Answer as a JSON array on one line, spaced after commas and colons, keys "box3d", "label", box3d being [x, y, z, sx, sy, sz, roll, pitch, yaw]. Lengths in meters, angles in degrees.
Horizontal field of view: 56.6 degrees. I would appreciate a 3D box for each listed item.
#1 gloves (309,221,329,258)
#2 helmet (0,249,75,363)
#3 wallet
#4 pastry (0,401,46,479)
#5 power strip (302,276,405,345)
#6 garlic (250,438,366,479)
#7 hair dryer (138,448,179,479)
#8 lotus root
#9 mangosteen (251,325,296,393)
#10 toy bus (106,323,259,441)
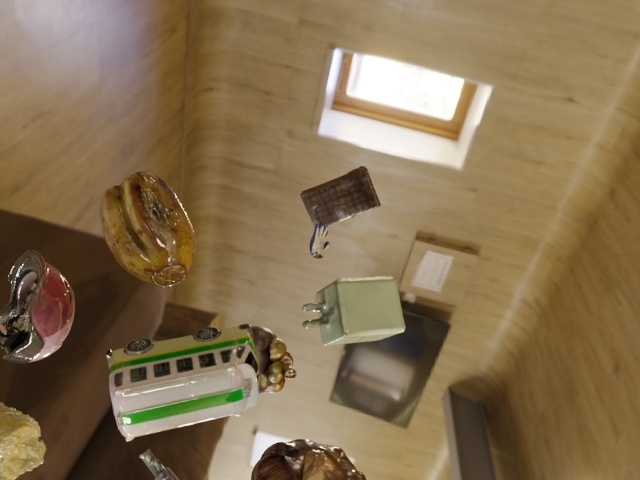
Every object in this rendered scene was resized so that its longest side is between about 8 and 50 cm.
[{"box3d": [0.000, 0.000, 1.357, 0.064, 0.026, 0.086, 29, 66, -57], "label": "gloves"}, {"box3d": [-0.649, 0.166, 1.381, 0.154, 0.198, 0.253, 29, 95, -46], "label": "helmet"}, {"box3d": [0.053, -0.117, 1.672, 0.042, 0.230, 0.124, -32, 101, -55], "label": "wallet"}, {"box3d": [-0.614, 0.344, 1.072, 0.121, 0.258, 0.089, -37, 137, -52], "label": "pastry"}, {"box3d": [0.067, 0.170, 1.420, 0.140, 0.224, 0.139, 144, -58, -60], "label": "power strip"}, {"box3d": [-0.015, 0.456, 1.100, 0.245, 0.245, 0.160, -69, 176, -74], "label": "garlic"}, {"box3d": [-0.336, 0.632, 1.431, 0.121, 0.361, 0.301, -42, 148, -23], "label": "hair dryer"}, {"box3d": [-0.402, -0.021, 1.373, 0.193, 0.291, 0.193, -29, 160, -12], "label": "lotus root"}, {"box3d": [-0.164, 0.343, 1.681, 0.194, 0.230, 0.194, 2, 90, -69], "label": "mangosteen"}, {"box3d": [-0.272, 0.287, 1.221, 0.179, 0.305, 0.143, -131, -145, -64], "label": "toy bus"}]
